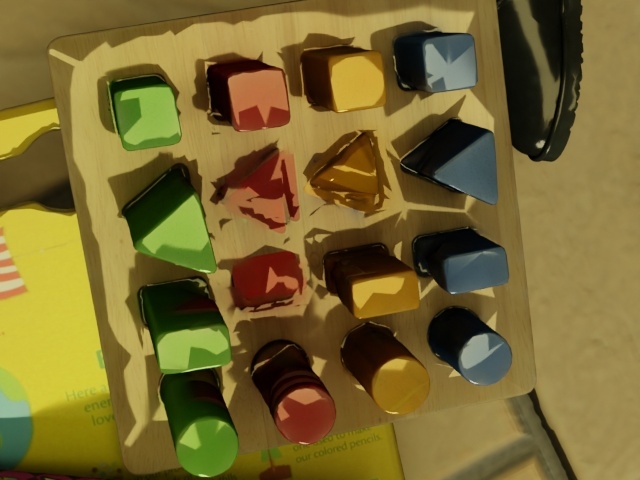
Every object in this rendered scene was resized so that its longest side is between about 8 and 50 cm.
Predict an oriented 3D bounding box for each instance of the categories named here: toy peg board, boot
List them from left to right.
[{"bbox_3d":[0.000,0.000,0.430,0.161,0.079,0.161,-10,103,-9],"label":"toy peg board"},{"bbox_3d":[0.058,-0.096,0.523,0.099,0.045,0.121,3,93,-13],"label":"boot"}]

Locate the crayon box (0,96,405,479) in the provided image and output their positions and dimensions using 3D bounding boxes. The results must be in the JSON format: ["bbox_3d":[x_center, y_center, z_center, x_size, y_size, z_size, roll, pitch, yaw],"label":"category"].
[{"bbox_3d":[-0.070,0.093,0.516,0.202,0.081,0.318,-14,103,-8],"label":"crayon box"}]

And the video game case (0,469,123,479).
[{"bbox_3d":[-0.079,0.201,0.462,0.210,0.042,0.232,5,103,-2],"label":"video game case"}]
